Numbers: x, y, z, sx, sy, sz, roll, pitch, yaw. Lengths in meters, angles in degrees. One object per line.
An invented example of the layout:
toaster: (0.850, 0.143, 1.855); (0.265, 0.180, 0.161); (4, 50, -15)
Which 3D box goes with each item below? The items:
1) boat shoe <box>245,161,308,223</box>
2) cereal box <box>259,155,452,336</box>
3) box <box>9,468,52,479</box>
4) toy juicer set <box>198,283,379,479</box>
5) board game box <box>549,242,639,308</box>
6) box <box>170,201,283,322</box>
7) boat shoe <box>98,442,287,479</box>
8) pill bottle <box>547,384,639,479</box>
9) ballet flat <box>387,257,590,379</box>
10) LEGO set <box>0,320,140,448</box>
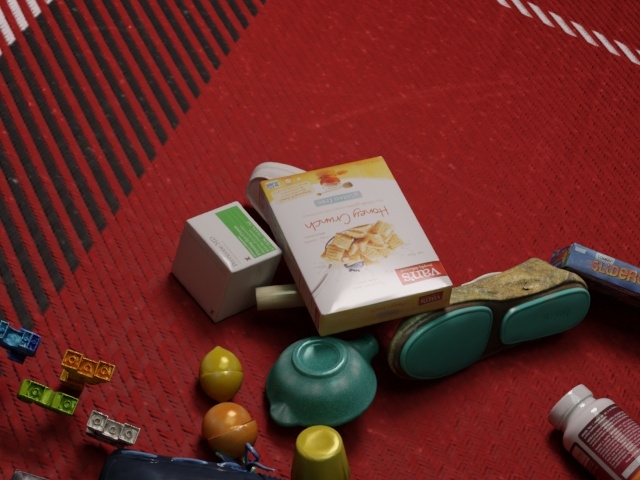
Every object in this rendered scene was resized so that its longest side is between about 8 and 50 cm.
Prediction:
boat shoe: (0.000, 0.000, 1.930); (0.277, 0.098, 0.096); (37, 43, 14)
cereal box: (0.040, 0.003, 1.834); (0.173, 0.047, 0.240); (-13, 48, -16)
box: (-0.213, 0.396, 1.449); (0.295, 0.073, 0.293); (18, 41, -4)
toy juicer set: (-0.035, 0.161, 1.771); (0.209, 0.089, 0.329); (8, 43, 12)
board game box: (0.422, 0.061, 2.024); (0.201, 0.136, 0.035); (21, 84, -1)
box: (-0.119, 0.026, 1.850); (0.087, 0.102, 0.101); (-23, 59, -36)
boat shoe: (-0.111, 0.264, 1.605); (0.258, 0.109, 0.089); (13, 39, -12)
pill bottle: (0.359, 0.253, 1.824); (0.086, 0.086, 0.152); (-25, 60, -39)
ballet flat: (0.198, 0.095, 1.911); (0.348, 0.123, 0.123); (-13, 52, -35)
LEGO set: (-0.304, 0.161, 1.655); (0.227, 0.093, 0.087); (22, 68, -3)
